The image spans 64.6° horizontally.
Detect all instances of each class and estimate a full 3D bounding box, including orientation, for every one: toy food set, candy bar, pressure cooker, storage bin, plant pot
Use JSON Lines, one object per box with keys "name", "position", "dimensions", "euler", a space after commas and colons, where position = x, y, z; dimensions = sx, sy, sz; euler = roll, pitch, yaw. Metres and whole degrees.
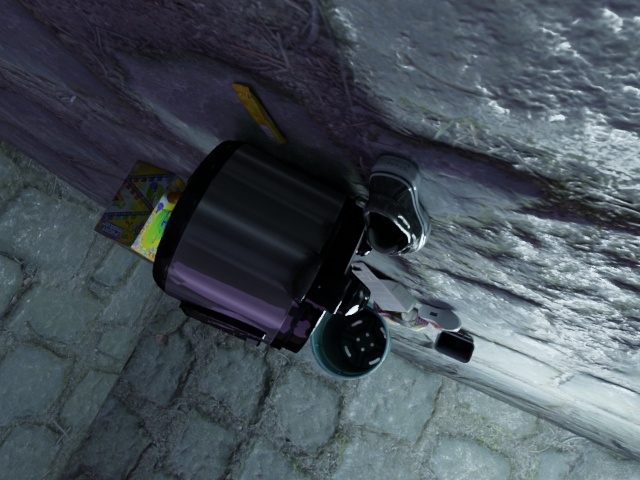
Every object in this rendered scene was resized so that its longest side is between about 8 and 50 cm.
{"name": "toy food set", "position": [-0.365, -0.099, 1.626], "dimensions": [0.232, 0.111, 0.105], "euler": [44, 159, -28]}
{"name": "candy bar", "position": [-0.106, -0.222, 0.903], "dimensions": [0.040, 0.018, 0.161], "euler": [23, 167, 30]}
{"name": "pressure cooker", "position": [-0.087, 0.029, 1.068], "dimensions": [0.421, 0.369, 0.375], "euler": [27, 134, -3]}
{"name": "storage bin", "position": [0.491, 0.366, 1.827], "dimensions": [0.135, 0.098, 0.091], "euler": [21, -167, 21]}
{"name": "plant pot", "position": [0.167, 0.447, 2.264], "dimensions": [0.341, 0.341, 0.334], "euler": [21, 173, 22]}

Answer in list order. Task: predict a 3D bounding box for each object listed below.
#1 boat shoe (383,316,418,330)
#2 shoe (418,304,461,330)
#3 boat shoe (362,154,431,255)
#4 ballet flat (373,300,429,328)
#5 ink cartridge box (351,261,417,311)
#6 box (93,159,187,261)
{"name": "boat shoe", "position": [0.323, 0.302, 1.951], "dimensions": [0.170, 0.063, 0.059], "euler": [20, 165, -10]}
{"name": "shoe", "position": [0.404, 0.262, 1.646], "dimensions": [0.081, 0.063, 0.178], "euler": [34, 170, -32]}
{"name": "boat shoe", "position": [0.128, -0.032, 0.951], "dimensions": [0.121, 0.119, 0.335], "euler": [21, 165, 23]}
{"name": "ballet flat", "position": [0.287, 0.258, 1.846], "dimensions": [0.222, 0.077, 0.079], "euler": [19, 145, 32]}
{"name": "ink cartridge box", "position": [0.188, 0.139, 1.658], "dimensions": [0.224, 0.056, 0.181], "euler": [49, 162, -11]}
{"name": "box", "position": [-0.569, -0.071, 1.766], "dimensions": [0.177, 0.279, 0.290], "euler": [22, 166, 22]}
